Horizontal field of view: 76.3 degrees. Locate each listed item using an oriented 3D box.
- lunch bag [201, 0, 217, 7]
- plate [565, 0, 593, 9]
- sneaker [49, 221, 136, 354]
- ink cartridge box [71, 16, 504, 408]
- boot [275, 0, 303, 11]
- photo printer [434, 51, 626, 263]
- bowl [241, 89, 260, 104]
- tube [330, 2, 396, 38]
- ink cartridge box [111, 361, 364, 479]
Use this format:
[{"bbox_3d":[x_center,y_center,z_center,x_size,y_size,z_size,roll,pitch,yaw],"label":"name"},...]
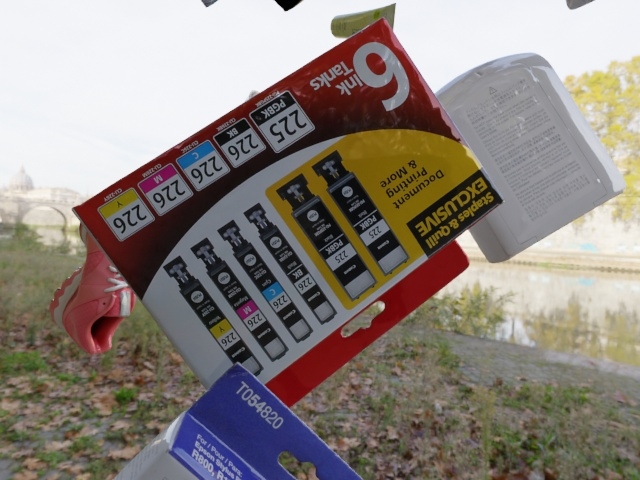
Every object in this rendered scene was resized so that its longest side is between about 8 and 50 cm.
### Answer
[{"bbox_3d":[-0.122,-0.327,0.472,0.083,0.053,0.071,-34,-6,5],"label":"lunch bag"},{"bbox_3d":[0.492,-0.533,0.597,0.278,0.045,0.277,-18,-38,30],"label":"plate"},{"bbox_3d":[-0.340,0.058,0.687,0.136,0.313,0.116,41,20,29],"label":"sneaker"},{"bbox_3d":[0.000,0.000,0.400,0.310,0.271,0.130,-36,4,-10],"label":"ink cartridge box"},{"bbox_3d":[0.005,-0.568,0.854,0.112,0.115,0.305,36,-16,-33],"label":"boot"},{"bbox_3d":[0.320,-0.152,0.696,0.256,0.307,0.107,-30,-4,-4],"label":"photo printer"},{"bbox_3d":[-0.129,-0.213,0.845,0.080,0.170,0.170,-24,-8,18],"label":"bowl"},{"bbox_3d":[0.113,-0.562,1.065,0.240,0.062,0.070,36,-7,49],"label":"tube"},{"bbox_3d":[-0.066,0.243,0.290,0.223,0.224,0.045,48,-11,-14],"label":"ink cartridge box"}]
